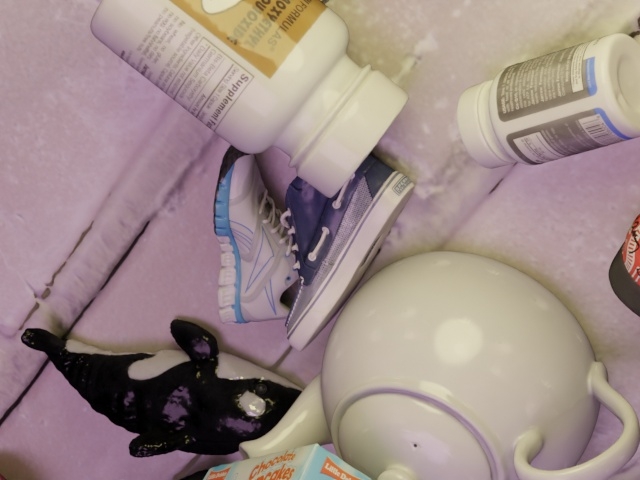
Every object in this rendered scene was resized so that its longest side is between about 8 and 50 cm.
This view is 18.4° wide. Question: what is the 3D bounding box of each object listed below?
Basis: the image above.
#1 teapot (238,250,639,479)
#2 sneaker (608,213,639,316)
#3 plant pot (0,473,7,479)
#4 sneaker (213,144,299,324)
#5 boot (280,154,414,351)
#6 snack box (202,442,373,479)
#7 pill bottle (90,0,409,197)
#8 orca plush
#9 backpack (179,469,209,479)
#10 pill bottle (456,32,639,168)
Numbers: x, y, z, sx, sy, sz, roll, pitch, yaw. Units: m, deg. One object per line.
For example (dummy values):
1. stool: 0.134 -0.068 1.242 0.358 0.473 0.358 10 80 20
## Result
1. teapot: 0.104 0.146 1.626 0.252 0.187 0.256 35 135 0
2. sneaker: 0.355 0.046 1.461 0.270 0.090 0.145 32 138 7
3. plant pot: -0.373 0.358 2.097 0.201 0.201 0.180 -5 138 34
4. sneaker: -0.046 -0.005 1.686 0.082 0.071 0.191 6 132 10
5. boot: 0.000 0.000 1.646 0.086 0.069 0.190 36 118 8
6. snack box: 0.064 0.282 1.636 0.322 0.060 0.187 35 153 -19
7. pill bottle: -0.051 -0.142 1.519 0.229 0.131 0.131 38 135 -3
8. orca plush: -0.159 0.150 1.845 0.287 0.102 0.151 22 134 14
9. backpack: -0.091 0.450 1.946 0.355 0.273 0.290 41 133 -10
10. pill bottle: 0.174 -0.099 1.458 0.137 0.078 0.078 -14 117 38
